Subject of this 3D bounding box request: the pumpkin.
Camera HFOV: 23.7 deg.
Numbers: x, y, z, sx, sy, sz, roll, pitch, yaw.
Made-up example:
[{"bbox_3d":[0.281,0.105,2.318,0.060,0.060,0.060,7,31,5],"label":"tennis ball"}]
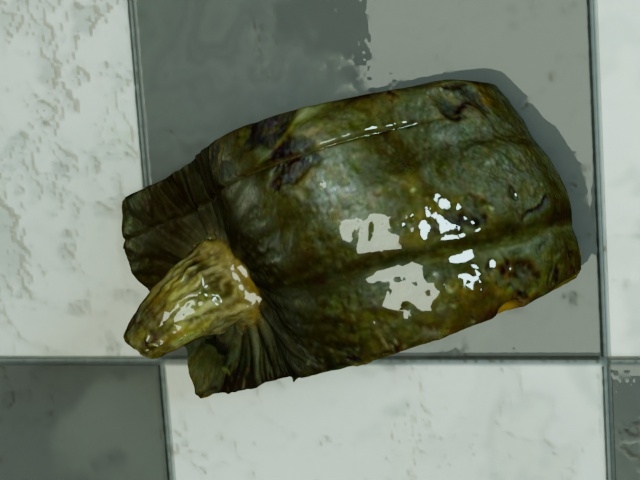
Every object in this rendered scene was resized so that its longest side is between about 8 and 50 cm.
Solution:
[{"bbox_3d":[-0.005,0.002,0.765,0.248,0.126,0.131,-21,91,19],"label":"pumpkin"}]
